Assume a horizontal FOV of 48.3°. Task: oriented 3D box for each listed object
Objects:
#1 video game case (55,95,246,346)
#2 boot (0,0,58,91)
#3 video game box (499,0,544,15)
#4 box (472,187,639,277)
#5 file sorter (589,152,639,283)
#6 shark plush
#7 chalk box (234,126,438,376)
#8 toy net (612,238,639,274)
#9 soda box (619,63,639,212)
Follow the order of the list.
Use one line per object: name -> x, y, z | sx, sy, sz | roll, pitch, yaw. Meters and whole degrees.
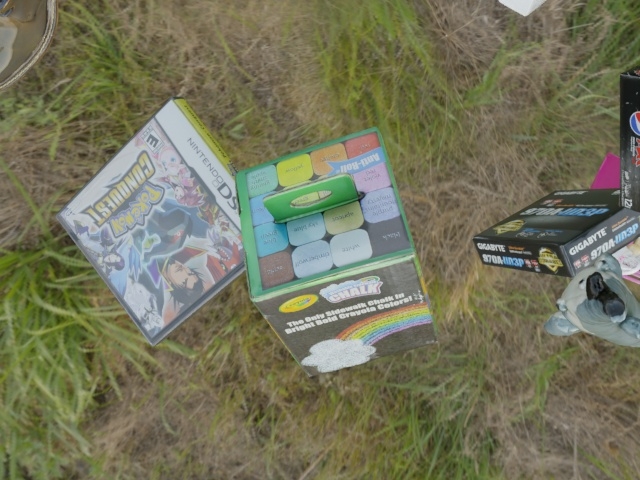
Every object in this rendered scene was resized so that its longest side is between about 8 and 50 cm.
video game case -> -0.220, -0.022, 1.019 | 0.275, 0.035, 0.248 | -39, 87, 21
boot -> -0.252, -0.199, 0.542 | 0.082, 0.106, 0.219 | 40, 118, 2
video game box -> 0.301, -0.387, 0.829 | 0.048, 0.187, 0.205 | 37, 138, 18
box -> 0.348, -0.016, 1.017 | 0.175, 0.220, 0.051 | -28, 101, -15
file sorter -> 0.662, -0.031, 1.449 | 0.182, 0.291, 0.202 | 22, 107, -2
shark plush -> 0.201, 0.042, 0.475 | 0.067, 0.161, 0.073 | 40, 86, 22
chalk box -> 0.016, 0.005, 0.817 | 0.180, 0.179, 0.289 | -16, 145, 6
toy net -> 0.577, 0.035, 1.244 | 0.232, 0.045, 0.122 | -6, 64, -13
soda box -> 0.377, -0.112, 0.801 | 0.053, 0.060, 0.169 | -28, 122, -22
